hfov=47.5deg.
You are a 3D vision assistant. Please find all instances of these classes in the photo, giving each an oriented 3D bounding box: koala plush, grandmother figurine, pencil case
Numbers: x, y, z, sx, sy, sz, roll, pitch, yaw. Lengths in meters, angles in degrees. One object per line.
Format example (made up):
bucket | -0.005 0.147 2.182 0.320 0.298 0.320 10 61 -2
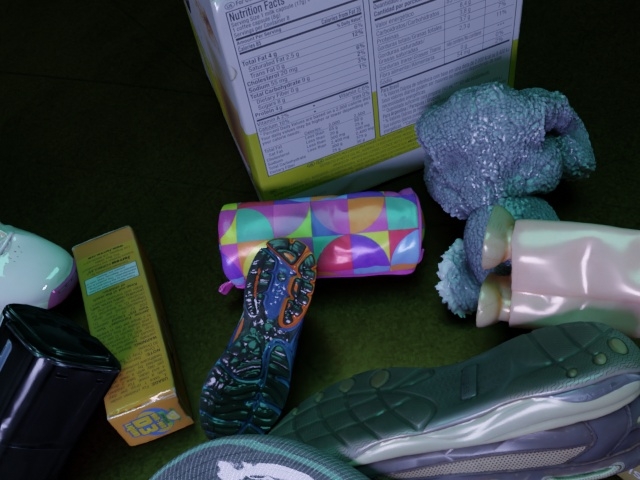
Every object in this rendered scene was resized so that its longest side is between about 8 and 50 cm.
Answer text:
koala plush | 0.195 -0.035 0.776 0.196 0.203 0.222 -10 76 22
grandmother figurine | 0.313 0.038 0.616 0.342 0.208 0.104 9 32 20
pencil case | 0.000 0.000 0.820 0.236 0.104 0.105 -7 52 5

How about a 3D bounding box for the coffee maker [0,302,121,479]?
coffee maker | -0.269 0.173 0.685 0.171 0.120 0.178 31 95 14

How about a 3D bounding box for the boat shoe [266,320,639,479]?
boat shoe | 0.107 0.183 0.626 0.355 0.130 0.132 -19 13 24

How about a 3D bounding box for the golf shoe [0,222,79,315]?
golf shoe | -0.430 0.005 0.858 0.306 0.140 0.115 11 53 18

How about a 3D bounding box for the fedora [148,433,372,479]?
fedora | -0.032 0.295 0.571 0.275 0.124 0.244 27 69 13

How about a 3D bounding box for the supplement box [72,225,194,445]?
supplement box | -0.207 0.098 0.792 0.080 0.078 0.233 -22 52 -8

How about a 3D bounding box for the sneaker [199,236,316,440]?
sneaker | -0.055 0.106 0.736 0.083 0.087 0.221 23 89 5

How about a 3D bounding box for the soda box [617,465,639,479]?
soda box | 0.328 0.210 0.629 0.061 0.058 0.181 -40 57 -21

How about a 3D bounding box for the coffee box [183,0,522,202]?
coffee box | 0.015 -0.292 0.892 0.338 0.334 0.338 -21 52 -7
